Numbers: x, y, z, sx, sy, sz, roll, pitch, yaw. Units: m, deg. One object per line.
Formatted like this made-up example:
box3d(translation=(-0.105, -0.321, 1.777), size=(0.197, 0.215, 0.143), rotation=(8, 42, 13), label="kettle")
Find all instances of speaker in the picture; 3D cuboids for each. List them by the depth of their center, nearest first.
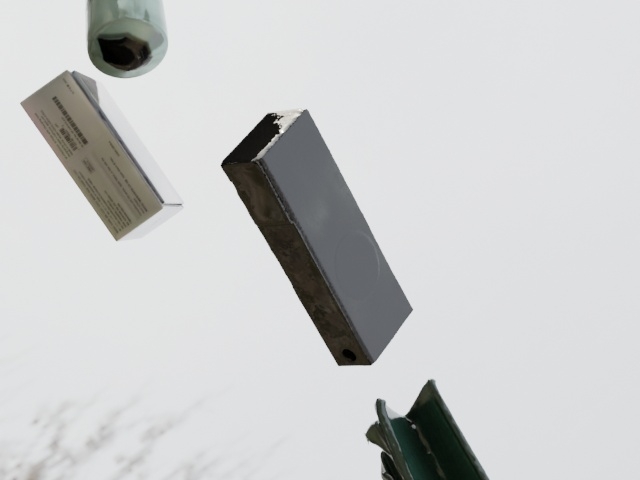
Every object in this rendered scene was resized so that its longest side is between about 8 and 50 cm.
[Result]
box3d(translation=(0.000, 0.000, 1.424), size=(0.044, 0.082, 0.218), rotation=(-6, -58, 41), label="speaker")

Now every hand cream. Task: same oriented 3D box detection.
box3d(translation=(-0.185, -0.274, 1.481), size=(0.109, 0.067, 0.320), rotation=(-50, -140, 39), label="hand cream")

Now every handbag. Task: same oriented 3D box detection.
box3d(translation=(0.126, 0.277, 1.474), size=(0.238, 0.089, 0.326), rotation=(60, -6, 27), label="handbag")

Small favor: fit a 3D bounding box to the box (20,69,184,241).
box3d(translation=(-0.169, -0.066, 1.335), size=(0.130, 0.051, 0.129), rotation=(56, 2, 0), label="box")
